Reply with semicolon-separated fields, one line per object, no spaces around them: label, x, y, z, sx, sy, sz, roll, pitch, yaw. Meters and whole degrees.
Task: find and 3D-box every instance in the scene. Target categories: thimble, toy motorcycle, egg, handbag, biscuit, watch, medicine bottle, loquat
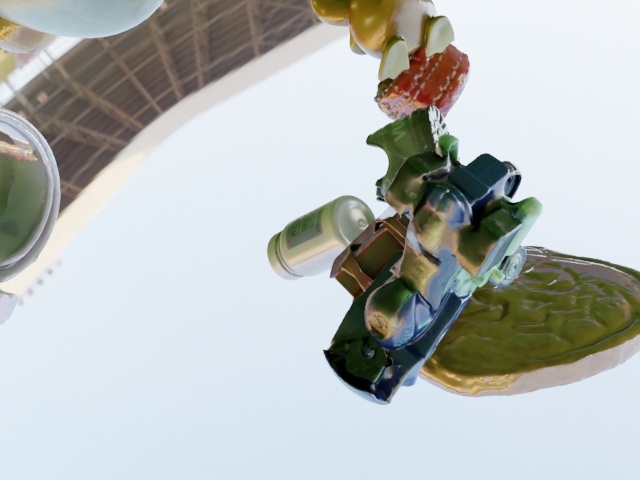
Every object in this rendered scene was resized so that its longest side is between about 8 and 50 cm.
thimble;0.195;-0.306;1.751;0.163;0.125;0.189;-45;-163;47
toy motorcycle;0.104;0.052;0.952;0.125;0.331;0.196;41;-134;22
egg;-0.354;-0.399;1.185;0.258;0.352;0.258;-63;180;-1
handbag;0.074;0.010;1.203;0.127;0.063;0.190;-44;-179;5
biscuit;0.269;0.092;1.291;0.385;0.062;0.365;-19;-156;-29
watch;-0.388;-0.036;0.955;0.196;0.244;0.231;15;-97;34
medicine bottle;0.000;0.000;1.528;0.187;0.103;0.102;-25;-150;47
loquat;-0.482;-0.363;1.472;0.141;0.141;0.141;-25;-147;18

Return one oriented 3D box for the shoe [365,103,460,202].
shoe;0.165;-0.069;1.535;0.149;0.292;0.109;-12;-170;29

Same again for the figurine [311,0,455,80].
figurine;0.103;-0.405;1.612;0.215;0.215;0.228;-42;-144;-8
